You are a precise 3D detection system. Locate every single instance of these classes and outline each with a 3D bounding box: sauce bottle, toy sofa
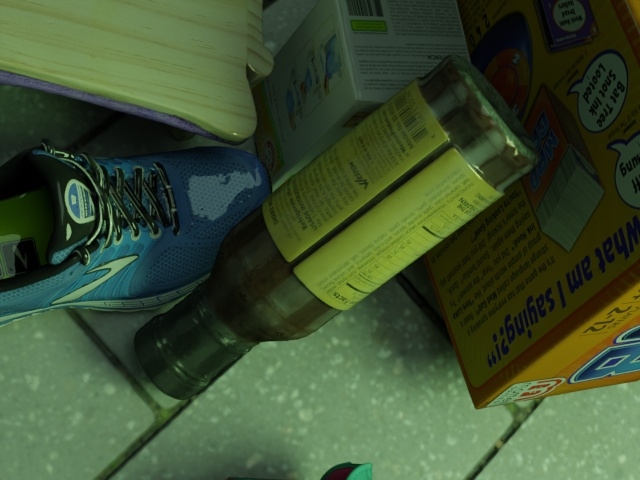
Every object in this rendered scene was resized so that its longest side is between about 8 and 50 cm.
[{"bbox_3d":[0.000,0.000,0.946,0.111,0.344,0.111,47,20,-22],"label":"sauce bottle"},{"bbox_3d":[-0.226,-0.163,0.953,0.362,0.150,0.177,10,67,-31],"label":"toy sofa"}]

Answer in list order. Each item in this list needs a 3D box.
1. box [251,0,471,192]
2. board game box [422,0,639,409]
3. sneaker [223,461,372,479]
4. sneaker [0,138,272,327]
[{"bbox_3d":[0.029,-0.121,1.048,0.114,0.203,0.103,-3,72,-26],"label":"box"},{"bbox_3d":[0.298,-0.107,1.040,0.356,0.356,0.356,-6,66,-25],"label":"board game box"},{"bbox_3d":[0.022,0.266,0.971,0.295,0.124,0.178,26,74,-12],"label":"sneaker"},{"bbox_3d":[-0.178,-0.007,0.956,0.330,0.147,0.130,-18,81,-27],"label":"sneaker"}]
